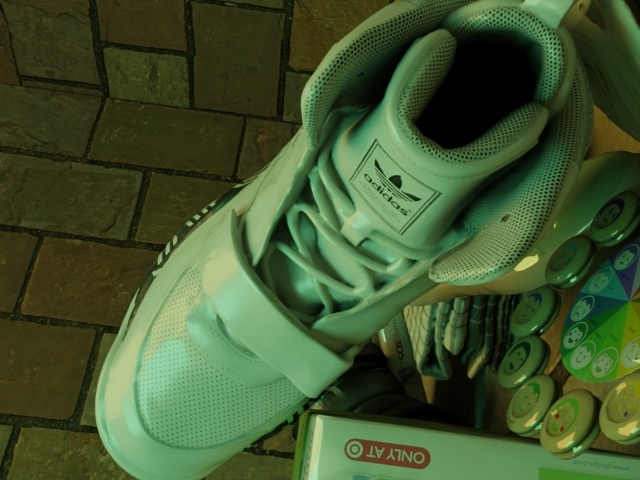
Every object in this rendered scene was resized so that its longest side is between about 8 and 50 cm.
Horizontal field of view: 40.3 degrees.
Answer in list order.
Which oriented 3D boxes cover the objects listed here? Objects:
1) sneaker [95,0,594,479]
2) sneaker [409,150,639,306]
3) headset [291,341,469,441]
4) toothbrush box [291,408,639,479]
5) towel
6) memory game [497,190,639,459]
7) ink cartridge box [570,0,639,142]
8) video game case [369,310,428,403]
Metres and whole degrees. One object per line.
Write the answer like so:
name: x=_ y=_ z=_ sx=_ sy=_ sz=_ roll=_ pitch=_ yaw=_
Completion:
sneaker: x=0.000 y=0.000 z=0.464 sx=0.366 sy=0.137 sz=0.210 roll=-46 pitch=0 yaw=1
sneaker: x=0.101 y=-0.040 z=0.627 sx=0.256 sy=0.151 sz=0.094 roll=-24 pitch=19 yaw=53
headset: x=0.025 y=0.194 z=0.844 sx=0.243 sy=0.185 sz=0.394 roll=38 pitch=142 yaw=53
toothbrush box: x=0.083 y=0.185 z=0.589 sx=0.283 sy=0.206 sz=0.122 roll=103 pitch=174 yaw=-81
towel: x=0.147 y=-0.033 z=0.855 sx=0.235 sy=0.121 sz=0.284 roll=-99 pitch=9 yaw=-55
memory game: x=0.159 y=0.031 z=0.459 sx=0.186 sy=0.012 sz=0.186 roll=-49 pitch=14 yaw=17
ink cartridge box: x=0.116 y=-0.232 z=0.530 sx=0.308 sy=0.091 sz=0.385 roll=49 pitch=-170 yaw=-25
video game case: x=0.098 y=0.230 z=1.084 sx=0.329 sy=0.036 sz=0.300 roll=105 pitch=151 yaw=-80
